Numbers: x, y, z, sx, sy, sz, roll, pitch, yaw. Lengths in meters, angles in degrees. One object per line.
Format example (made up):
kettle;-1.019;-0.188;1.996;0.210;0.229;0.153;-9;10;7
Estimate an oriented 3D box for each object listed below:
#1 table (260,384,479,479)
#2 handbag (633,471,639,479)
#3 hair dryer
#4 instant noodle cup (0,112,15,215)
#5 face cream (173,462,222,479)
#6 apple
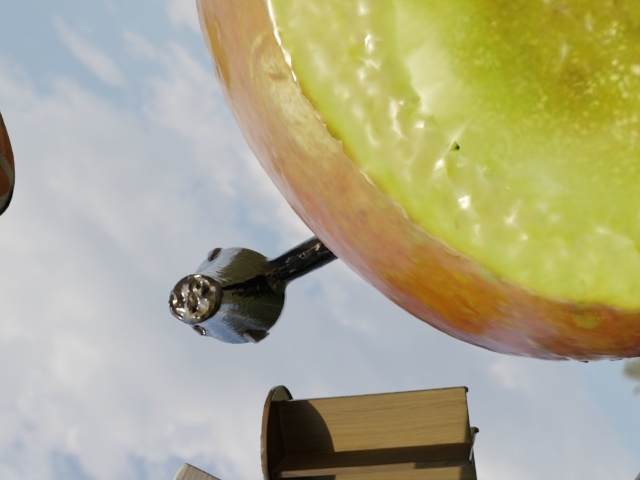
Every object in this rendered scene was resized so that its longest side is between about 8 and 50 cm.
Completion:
table;0.063;0.239;1.248;0.167;0.226;0.167;-6;-90;-77
handbag;0.345;0.203;0.900;0.155;0.215;0.169;45;166;28
hair dryer;0.000;0.000;1.214;0.120;0.359;0.303;61;-177;8
instant noodle cup;-0.602;-0.127;1.562;0.296;0.213;0.297;-20;-90;-74
face cream;-0.111;0.428;0.929;0.234;0.420;0.137;31;164;-15
apple;0.120;-0.135;0.548;0.374;0.374;0.384;30;167;-31
